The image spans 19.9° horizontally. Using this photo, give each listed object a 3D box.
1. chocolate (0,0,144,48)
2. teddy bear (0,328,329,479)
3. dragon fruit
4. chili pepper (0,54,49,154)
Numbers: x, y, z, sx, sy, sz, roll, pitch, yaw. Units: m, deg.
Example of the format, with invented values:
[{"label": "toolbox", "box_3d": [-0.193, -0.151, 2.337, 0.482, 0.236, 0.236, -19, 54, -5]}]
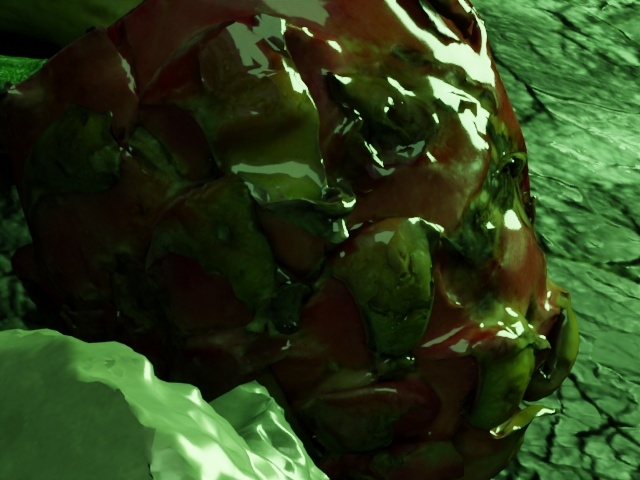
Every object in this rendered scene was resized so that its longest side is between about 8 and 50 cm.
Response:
[{"label": "chocolate", "box_3d": [-0.136, -0.171, 1.175, 0.309, 0.134, 0.134, 26, 33, 15]}, {"label": "teddy bear", "box_3d": [-0.064, 0.201, 0.642, 0.375, 0.362, 0.327, -10, 47, 26]}, {"label": "dragon fruit", "box_3d": [0.000, 0.000, 0.870, 0.291, 0.250, 0.269, 52, 53, -4]}, {"label": "chili pepper", "box_3d": [-0.188, -0.094, 1.083, 0.279, 0.065, 0.122, 15, 54, 10]}]
